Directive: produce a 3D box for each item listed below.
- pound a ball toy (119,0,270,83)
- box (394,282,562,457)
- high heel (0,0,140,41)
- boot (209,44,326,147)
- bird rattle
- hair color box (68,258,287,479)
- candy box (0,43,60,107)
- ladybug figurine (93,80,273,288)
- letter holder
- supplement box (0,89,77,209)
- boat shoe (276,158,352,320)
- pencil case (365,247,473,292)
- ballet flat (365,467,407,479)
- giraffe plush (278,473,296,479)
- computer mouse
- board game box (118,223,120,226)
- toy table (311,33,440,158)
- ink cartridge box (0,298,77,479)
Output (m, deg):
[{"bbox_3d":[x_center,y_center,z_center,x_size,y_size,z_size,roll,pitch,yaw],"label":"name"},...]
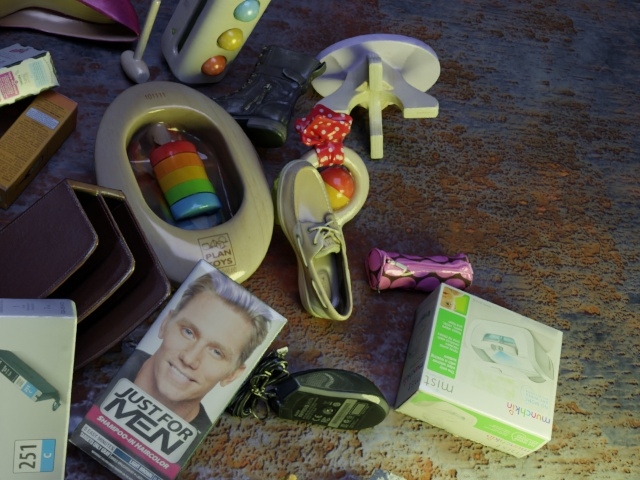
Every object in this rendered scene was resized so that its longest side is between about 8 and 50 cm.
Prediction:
[{"bbox_3d":[-0.240,-0.417,1.734,0.208,0.319,0.136,-12,64,-41],"label":"pound a ball toy"},{"bbox_3d":[0.296,0.244,1.628,0.262,0.127,0.231,23,55,-6],"label":"box"},{"bbox_3d":[-0.550,-0.452,1.728,0.377,0.127,0.181,-18,58,-30],"label":"high heel"},{"bbox_3d":[-0.140,-0.306,1.776,0.263,0.091,0.229,14,62,10],"label":"boot"},{"bbox_3d":[0.003,-0.128,1.718,0.207,0.143,0.253,35,79,-27],"label":"bird rattle"},{"bbox_3d":[-0.221,0.218,1.394,0.174,0.105,0.347,35,83,1],"label":"hair color box"},{"bbox_3d":[-0.622,-0.286,1.602,0.233,0.071,0.159,-29,33,-29],"label":"candy box"},{"bbox_3d":[-0.254,-0.082,1.603,0.305,0.162,0.449,-12,66,-23],"label":"ladybug figurine"},{"bbox_3d":[-0.415,0.083,1.366,0.302,0.152,0.214,-35,74,16],"label":"letter holder"},{"bbox_3d":[-0.541,-0.172,1.608,0.080,0.078,0.233,27,56,-2],"label":"supplement box"},{"bbox_3d":[0.000,0.000,1.592,0.109,0.098,0.302,-17,103,-31],"label":"boat shoe"},{"bbox_3d":[0.197,0.060,1.713,0.209,0.098,0.095,2,61,-18],"label":"pencil case"},{"bbox_3d":[0.239,0.508,1.462,0.409,0.147,0.147,32,57,0],"label":"ballet flat"},{"bbox_3d":[-0.098,0.482,1.360,0.210,0.181,0.170,-6,70,-60],"label":"giraffe plush"},{"bbox_3d":[-0.007,0.257,1.509,0.272,0.188,0.072,16,44,-20],"label":"computer mouse"},{"bbox_3d":[-0.356,0.028,1.493,0.026,0.154,0.103,-25,99,-43],"label":"board game box"},{"bbox_3d":[0.117,-0.316,1.825,0.274,0.252,0.161,-10,48,10],"label":"toy table"},{"bbox_3d":[-0.502,0.229,1.281,0.261,0.296,0.066,3,19,-19],"label":"ink cartridge box"}]
